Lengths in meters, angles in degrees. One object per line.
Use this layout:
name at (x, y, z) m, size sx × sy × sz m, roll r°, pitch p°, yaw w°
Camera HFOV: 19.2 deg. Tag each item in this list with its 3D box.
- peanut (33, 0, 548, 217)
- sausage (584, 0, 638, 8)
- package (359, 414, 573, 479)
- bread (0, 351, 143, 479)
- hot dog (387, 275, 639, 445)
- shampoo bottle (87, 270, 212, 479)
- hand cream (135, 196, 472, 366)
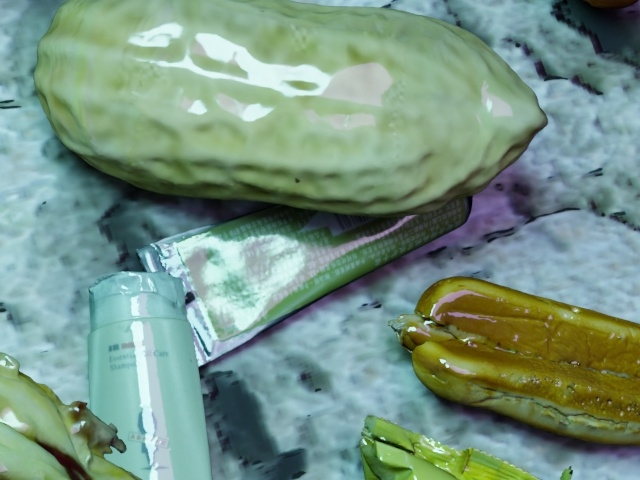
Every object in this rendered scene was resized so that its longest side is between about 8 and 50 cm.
peanut at (-0.018, -0.087, 1.194) m, size 0.325 × 0.153 × 0.140 m, roll 7°, pitch 81°, yaw -8°
sausage at (0.300, -0.268, 1.426) m, size 0.348 × 0.094 × 0.097 m, roll -29°, pitch 99°, yaw -29°
package at (0.081, 0.230, 1.181) m, size 0.168 × 0.090 × 0.226 m, roll 21°, pitch 70°, yaw -18°
bread at (-0.132, 0.223, 1.021) m, size 0.324 × 0.277 × 0.167 m, roll 45°, pitch 40°, yaw -4°
hot dog at (0.151, 0.083, 1.271) m, size 0.235 × 0.062 × 0.092 m, roll 18°, pitch 68°, yaw -19°
shampoo bottle at (-0.105, 0.124, 1.159) m, size 0.072 × 0.049 × 0.212 m, roll -9°, pitch 75°, yaw 1°
hand cream at (0.000, 0.000, 1.249) m, size 0.235 × 0.055 × 0.086 m, roll -24°, pitch 80°, yaw -19°
